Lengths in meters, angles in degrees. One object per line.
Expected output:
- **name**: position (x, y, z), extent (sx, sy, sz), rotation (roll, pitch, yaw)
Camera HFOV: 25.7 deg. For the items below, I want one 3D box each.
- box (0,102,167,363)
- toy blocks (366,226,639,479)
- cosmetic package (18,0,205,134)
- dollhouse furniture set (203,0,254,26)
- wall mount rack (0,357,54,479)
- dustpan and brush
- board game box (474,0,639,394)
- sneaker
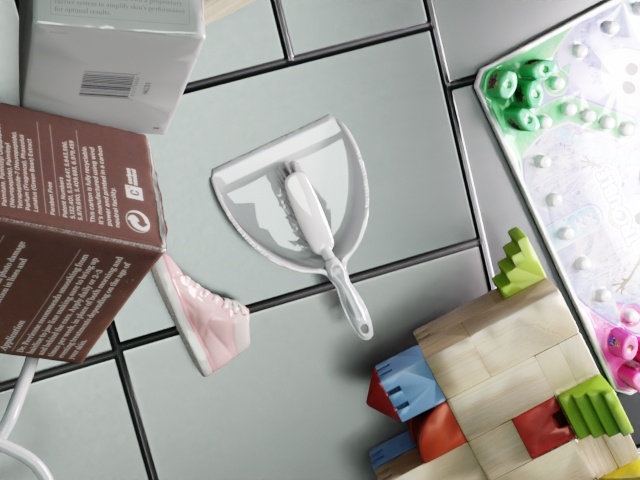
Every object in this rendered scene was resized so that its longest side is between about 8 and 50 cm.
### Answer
- **box**: position (-0.344, -0.020, 1.167), extent (0.381, 0.143, 0.191), rotation (10, 139, -32)
- **toy blocks**: position (0.172, 0.218, 1.408), extent (0.261, 0.191, 0.381), rotation (-27, 103, 2)
- **cosmetic package**: position (-0.182, -0.234, 1.186), extent (0.138, 0.224, 0.224), rotation (3, 73, -14)
- **dollhouse furniture set**: position (-0.067, -0.291, 1.290), extent (0.184, 0.129, 0.129), rotation (-30, 103, -9)
- **wall mount rack**: position (-0.381, 0.131, 1.242), extent (0.350, 0.130, 0.304), rotation (29, 81, -19)
- **dustpan and brush**: position (0.000, 0.000, 1.379), extent (0.147, 0.060, 0.211), rotation (-26, 102, -10)
- **board game box**: position (0.409, -0.087, 1.476), extent (0.390, 0.050, 0.390), rotation (-29, 103, -9)
- **sneaker**: position (-0.113, 0.060, 1.366), extent (0.070, 0.051, 0.134), rotation (-27, 106, -11)
